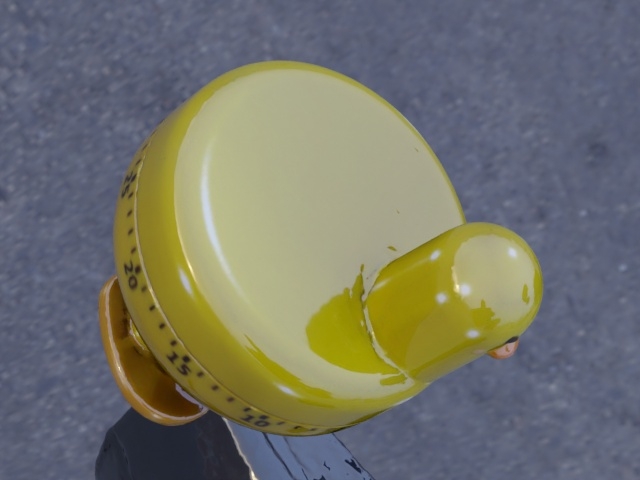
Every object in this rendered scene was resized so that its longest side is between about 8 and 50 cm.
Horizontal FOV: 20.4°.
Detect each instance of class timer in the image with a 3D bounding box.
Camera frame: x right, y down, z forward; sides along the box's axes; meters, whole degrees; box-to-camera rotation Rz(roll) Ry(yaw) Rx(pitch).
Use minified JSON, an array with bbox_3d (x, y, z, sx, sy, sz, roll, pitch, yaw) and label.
[{"bbox_3d":[0.000,0.000,0.492,0.107,0.109,0.107,17,59,-31],"label":"timer"}]

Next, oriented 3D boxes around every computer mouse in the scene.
[{"bbox_3d":[-0.024,0.199,1.002,0.269,0.170,0.100,47,39,9],"label":"computer mouse"}]
